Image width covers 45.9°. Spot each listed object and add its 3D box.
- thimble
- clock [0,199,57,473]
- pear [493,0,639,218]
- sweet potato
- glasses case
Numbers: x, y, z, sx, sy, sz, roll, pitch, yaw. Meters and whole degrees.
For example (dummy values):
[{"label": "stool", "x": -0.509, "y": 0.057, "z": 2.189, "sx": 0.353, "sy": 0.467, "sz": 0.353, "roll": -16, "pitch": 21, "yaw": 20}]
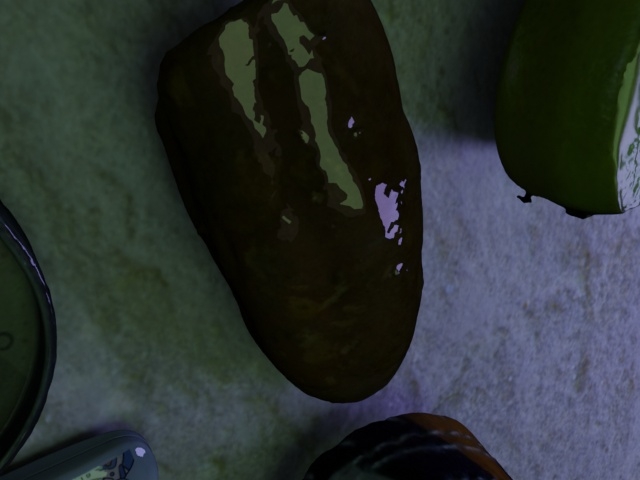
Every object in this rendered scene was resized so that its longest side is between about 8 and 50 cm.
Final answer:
[{"label": "thimble", "x": 0.083, "y": 0.280, "z": 0.661, "sx": 0.237, "sy": 0.150, "sz": 0.237, "roll": -10, "pitch": 117, "yaw": -21}, {"label": "clock", "x": -0.289, "y": 0.067, "z": 0.415, "sx": 0.280, "sy": 0.055, "sz": 0.281, "roll": -15, "pitch": 119, "yaw": -29}, {"label": "pear", "x": 0.255, "y": -0.185, "z": 0.600, "sx": 0.286, "sy": 0.176, "sz": 0.282, "roll": -16, "pitch": 117, "yaw": -33}, {"label": "sweet potato", "x": 0.000, "y": 0.000, "z": 0.521, "sx": 0.157, "sy": 0.158, "sz": 0.370, "roll": -31, "pitch": 124, "yaw": -20}, {"label": "glasses case", "x": -0.202, "y": 0.194, "z": 0.537, "sx": 0.178, "sy": 0.045, "sz": 0.067, "roll": -22, "pitch": 122, "yaw": -26}]
